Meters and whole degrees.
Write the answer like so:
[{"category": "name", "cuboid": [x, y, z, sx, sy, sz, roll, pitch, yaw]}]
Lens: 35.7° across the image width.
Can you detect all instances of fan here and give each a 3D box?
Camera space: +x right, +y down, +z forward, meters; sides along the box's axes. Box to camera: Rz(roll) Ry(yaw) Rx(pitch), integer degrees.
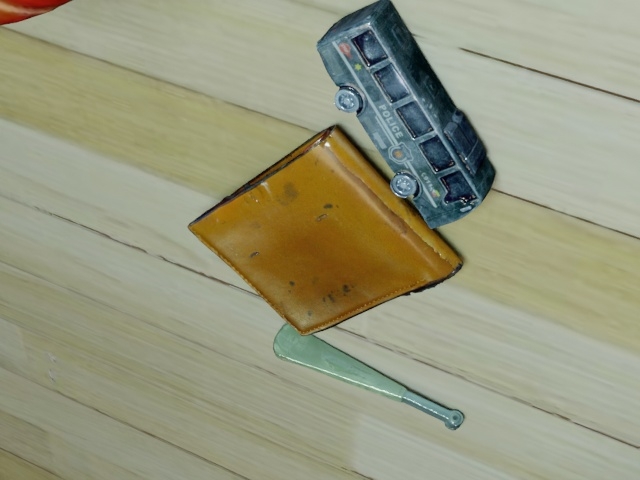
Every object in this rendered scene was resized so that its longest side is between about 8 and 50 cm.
[{"category": "fan", "cuboid": [0.044, 0.132, 0.937, 0.193, 0.038, 0.016, 25, 150, 9]}]

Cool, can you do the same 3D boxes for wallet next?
[{"category": "wallet", "cuboid": [0.000, -0.003, 0.836, 0.161, 0.042, 0.195, 44, 136, -16]}]

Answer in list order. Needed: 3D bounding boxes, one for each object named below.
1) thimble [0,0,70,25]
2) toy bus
[{"category": "thimble", "cuboid": [-0.186, -0.300, 0.539, 0.350, 0.231, 0.350, 17, 135, 18]}, {"category": "toy bus", "cuboid": [0.063, -0.088, 0.708, 0.065, 0.047, 0.166, -19, 115, 39]}]
